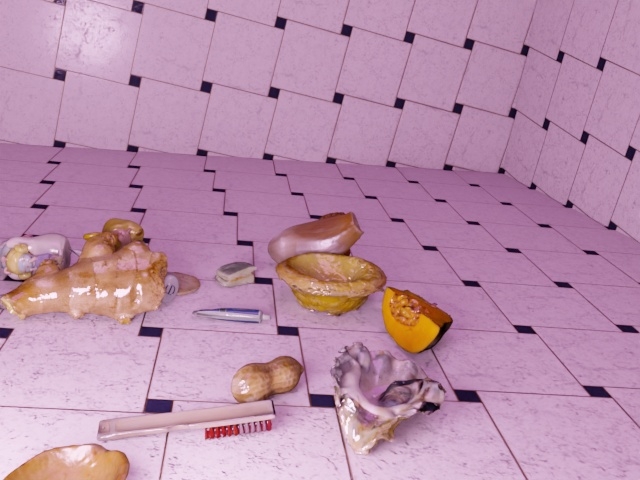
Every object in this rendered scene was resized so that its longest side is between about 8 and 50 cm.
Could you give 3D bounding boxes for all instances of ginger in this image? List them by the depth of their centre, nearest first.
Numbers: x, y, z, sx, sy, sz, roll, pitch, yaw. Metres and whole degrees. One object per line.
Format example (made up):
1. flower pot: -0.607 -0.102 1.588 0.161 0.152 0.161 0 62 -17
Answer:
1. ginger: -0.558 0.081 1.776 0.375 0.236 0.166 7 -13 -23

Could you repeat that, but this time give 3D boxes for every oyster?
1. oyster: 0.129 0.310 1.494 0.238 0.114 0.351 20 25 10

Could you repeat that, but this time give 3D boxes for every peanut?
1. peanut: -0.109 0.285 1.523 0.193 0.089 0.089 -5 21 -45

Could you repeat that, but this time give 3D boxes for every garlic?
1. garlic: -0.022 0.010 2.206 0.318 0.143 0.112 -18 -22 16

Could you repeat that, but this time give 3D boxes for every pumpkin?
1. pumpkin: 0.265 0.220 1.860 0.163 0.111 0.278 16 10 -28

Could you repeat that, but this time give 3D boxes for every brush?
1. brush: -0.243 0.341 1.361 0.321 0.050 0.060 -4 22 -9

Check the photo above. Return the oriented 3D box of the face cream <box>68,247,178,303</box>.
1. face cream: -0.517 0.084 1.956 0.314 0.089 0.143 18 -17 27

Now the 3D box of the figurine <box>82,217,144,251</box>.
1. figurine: -0.587 0.001 2.117 0.156 0.131 0.246 -32 2 1

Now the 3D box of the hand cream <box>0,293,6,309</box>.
1. hand cream: -0.719 0.143 1.816 0.057 0.037 0.165 21 16 36

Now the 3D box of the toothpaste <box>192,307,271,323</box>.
1. toothpaste: -0.222 0.186 1.858 0.197 0.034 0.057 5 2 -3

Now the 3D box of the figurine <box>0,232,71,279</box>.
1. figurine: -0.790 0.046 1.951 0.236 0.127 0.155 -1 28 -7

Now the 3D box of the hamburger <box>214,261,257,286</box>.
1. hamburger: -0.251 0.094 2.105 0.121 0.054 0.084 -19 32 -40

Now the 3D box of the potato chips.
1. potato chips: -0.388 0.387 1.122 0.195 0.062 0.208 -3 21 -14

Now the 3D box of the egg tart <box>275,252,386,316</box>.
1. egg tart: 0.024 0.120 2.019 0.315 0.120 0.315 5 16 -2

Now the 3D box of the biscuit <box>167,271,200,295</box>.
1. biscuit: -0.402 0.116 2.027 0.152 0.020 0.152 6 18 -2

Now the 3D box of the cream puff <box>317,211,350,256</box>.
1. cream puff: 0.000 0.000 2.328 0.169 0.183 0.183 -2 16 13
